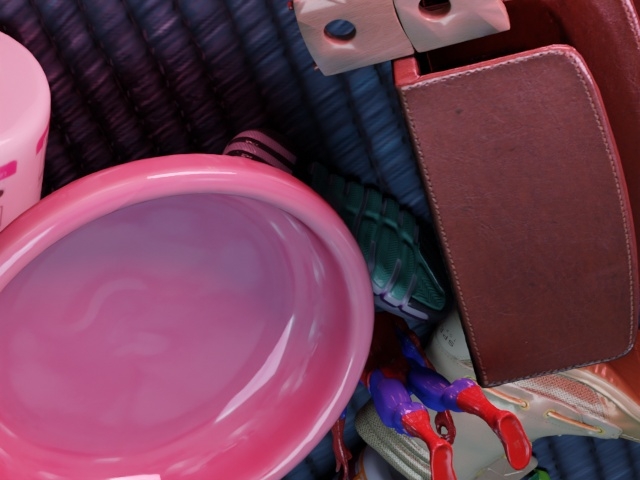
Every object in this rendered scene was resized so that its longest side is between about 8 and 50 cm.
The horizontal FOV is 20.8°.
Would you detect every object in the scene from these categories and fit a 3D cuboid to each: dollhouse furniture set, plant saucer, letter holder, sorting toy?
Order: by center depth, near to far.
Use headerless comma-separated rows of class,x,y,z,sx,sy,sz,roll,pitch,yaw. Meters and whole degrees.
dollhouse furniture set,0.029,-0.224,1.088,0.129,0.129,0.183,-14,133,13
letter holder,0.181,-0.065,1.231,0.214,0.152,0.302,-12,133,8
plant saucer,-0.125,0.072,1.253,0.332,0.084,0.332,-14,129,-17
sorting toy,0.169,0.211,1.591,0.083,0.012,0.062,31,122,-22

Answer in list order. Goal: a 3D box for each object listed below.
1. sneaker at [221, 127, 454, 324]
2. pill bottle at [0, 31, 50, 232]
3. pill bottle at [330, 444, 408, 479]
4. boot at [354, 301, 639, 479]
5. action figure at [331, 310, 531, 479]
sneaker,0.000,0.000,1.354,0.224,0.083,0.098,37,137,-19
pill bottle,-0.289,-0.010,1.273,0.160,0.160,0.283,8,133,-8
pill bottle,0.038,0.248,1.575,0.086,0.086,0.152,24,129,-22
boot,0.182,0.152,1.475,0.262,0.095,0.203,24,129,-18
action figure,0.070,0.145,1.351,0.091,0.280,0.139,-20,115,-14
